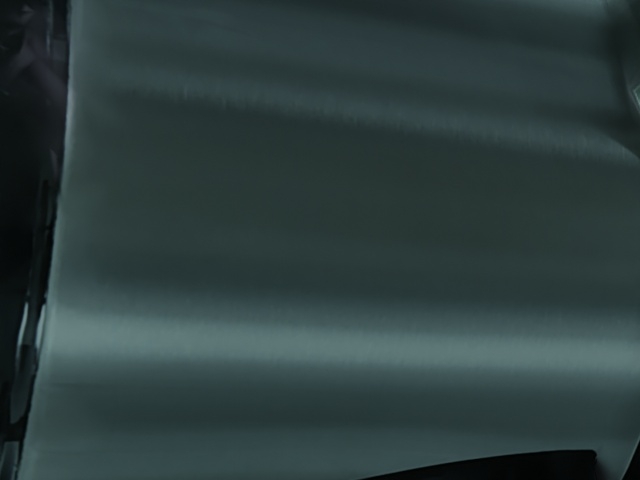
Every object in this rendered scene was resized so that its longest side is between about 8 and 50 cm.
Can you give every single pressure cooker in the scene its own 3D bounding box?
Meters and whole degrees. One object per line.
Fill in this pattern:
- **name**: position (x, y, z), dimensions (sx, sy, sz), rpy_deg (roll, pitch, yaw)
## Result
- **pressure cooker**: position (0.000, -0.006, 0.563), dimensions (0.370, 0.420, 0.375), rpy_deg (43, 123, 58)
